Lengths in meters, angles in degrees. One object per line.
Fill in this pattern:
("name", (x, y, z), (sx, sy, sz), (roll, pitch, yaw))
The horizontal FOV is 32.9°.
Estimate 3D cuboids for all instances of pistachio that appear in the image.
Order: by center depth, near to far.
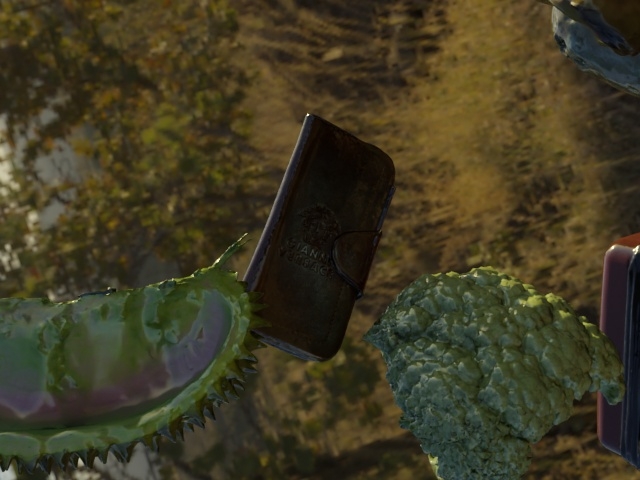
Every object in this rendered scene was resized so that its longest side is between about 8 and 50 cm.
("pistachio", (0.189, -0.177, 0.772), (0.089, 0.049, 0.173), (29, -164, -31))

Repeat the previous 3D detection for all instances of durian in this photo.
("durian", (-0.213, 0.120, 1.010), (0.157, 0.355, 0.169), (-152, 48, -80))

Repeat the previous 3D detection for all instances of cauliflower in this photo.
("cauliflower", (0.166, 0.160, 1.136), (0.272, 0.275, 0.250), (31, 120, 48))

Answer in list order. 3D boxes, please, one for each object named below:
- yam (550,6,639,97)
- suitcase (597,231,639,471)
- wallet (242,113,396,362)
("yam", (0.352, -0.169, 0.962), (0.330, 0.133, 0.133), (27, 139, 39))
("suitcase", (0.460, 0.129, 1.333), (0.161, 0.236, 0.297), (20, 116, 51))
("wallet", (0.000, 0.000, 1.190), (0.031, 0.137, 0.255), (-15, 53, 68))
